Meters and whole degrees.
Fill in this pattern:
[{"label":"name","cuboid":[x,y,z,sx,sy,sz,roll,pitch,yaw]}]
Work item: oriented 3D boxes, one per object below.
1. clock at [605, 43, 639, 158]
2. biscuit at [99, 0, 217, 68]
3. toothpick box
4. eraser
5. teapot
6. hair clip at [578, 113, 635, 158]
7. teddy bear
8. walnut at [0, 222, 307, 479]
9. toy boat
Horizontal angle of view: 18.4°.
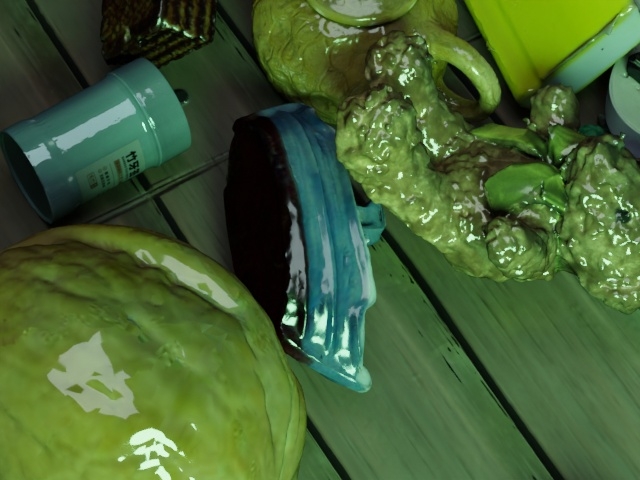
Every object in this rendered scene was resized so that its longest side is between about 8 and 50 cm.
[{"label":"clock","cuboid":[0.360,-0.151,1.921,0.198,0.064,0.172,-21,49,-28]},{"label":"biscuit","cuboid":[-0.149,-0.353,1.953,0.073,0.107,0.388,19,65,-36]},{"label":"toothpick box","cuboid":[-0.211,-0.094,1.859,0.153,0.101,0.101,-30,64,-18]},{"label":"eraser","cuboid":[0.222,-0.254,1.949,0.158,0.069,0.226,-39,58,25]},{"label":"teapot","cuboid":[0.045,-0.221,1.909,0.311,0.167,0.203,36,63,17]},{"label":"hair clip","cuboid":[0.312,-0.059,1.901,0.195,0.052,0.124,25,47,21]},{"label":"teddy bear","cuboid":[0.179,-0.064,1.761,0.222,0.296,0.246,-22,26,30]},{"label":"walnut","cuboid":[-0.172,0.134,1.607,0.333,0.333,0.333,1,59,-2]},{"label":"toy boat","cuboid":[0.000,0.000,1.807,0.142,0.129,0.309,9,54,-32]}]
